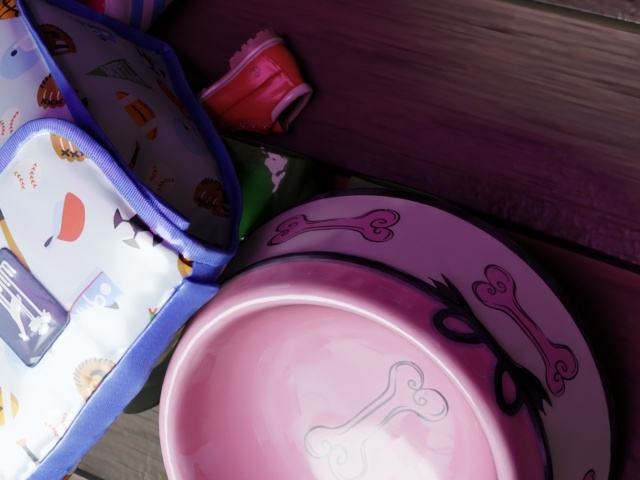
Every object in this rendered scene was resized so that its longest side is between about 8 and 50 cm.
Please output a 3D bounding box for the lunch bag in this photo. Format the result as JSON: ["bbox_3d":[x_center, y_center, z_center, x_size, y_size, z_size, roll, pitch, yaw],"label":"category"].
[{"bbox_3d":[-0.246,0.002,1.551,0.328,0.239,0.385,-51,44,22],"label":"lunch bag"}]

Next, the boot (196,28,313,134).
[{"bbox_3d":[-0.075,-0.122,1.656,0.158,0.059,0.084,-45,74,26],"label":"boot"}]

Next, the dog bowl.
[{"bbox_3d":[0.039,0.169,1.476,0.408,0.150,0.408,11,115,24],"label":"dog bowl"}]

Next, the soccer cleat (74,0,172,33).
[{"bbox_3d":[-0.162,-0.297,1.647,0.331,0.143,0.116,-47,69,27],"label":"soccer cleat"}]

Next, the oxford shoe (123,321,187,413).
[{"bbox_3d":[-0.146,0.088,1.711,0.212,0.076,0.076,-41,62,29],"label":"oxford shoe"}]

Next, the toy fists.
[{"bbox_3d":[0.000,0.000,1.587,0.279,0.096,0.142,19,98,24],"label":"toy fists"}]
